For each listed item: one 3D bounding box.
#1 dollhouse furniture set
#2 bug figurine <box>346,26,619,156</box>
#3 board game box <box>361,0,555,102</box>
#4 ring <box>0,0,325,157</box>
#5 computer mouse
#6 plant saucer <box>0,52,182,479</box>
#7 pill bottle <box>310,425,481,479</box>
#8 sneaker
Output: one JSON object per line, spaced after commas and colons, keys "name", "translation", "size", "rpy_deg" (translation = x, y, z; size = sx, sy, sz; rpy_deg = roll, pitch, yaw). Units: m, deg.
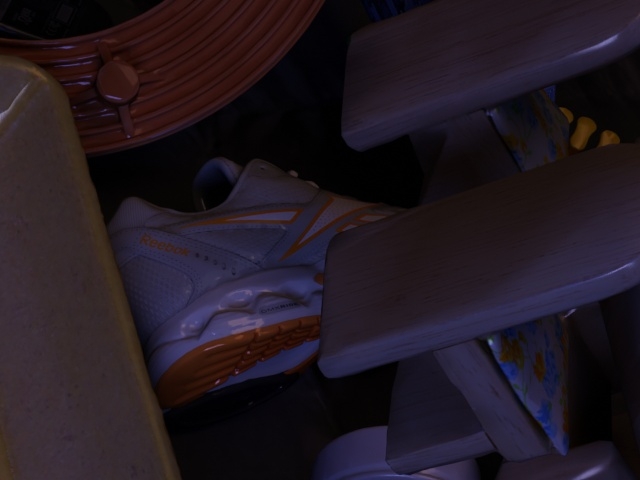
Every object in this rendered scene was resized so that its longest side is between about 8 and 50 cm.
{"name": "dollhouse furniture set", "translation": [0.193, 0.117, 0.743], "size": [0.362, 0.256, 0.394], "rpy_deg": [55, 28, -36]}
{"name": "bug figurine", "translation": [0.140, -0.113, 1.124], "size": [0.216, 0.072, 0.279], "rpy_deg": [32, 63, 5]}
{"name": "board game box", "translation": [0.077, -0.129, 0.995], "size": [0.060, 0.194, 0.194], "rpy_deg": [-21, 85, -14]}
{"name": "ring", "translation": [-0.139, -0.206, 0.906], "size": [0.336, 0.032, 0.336], "rpy_deg": [1, 86, -9]}
{"name": "computer mouse", "translation": [-0.216, -0.138, 0.947], "size": [0.242, 0.041, 0.071], "rpy_deg": [26, 35, -7]}
{"name": "plant saucer", "translation": [-0.228, 0.065, 0.726], "size": [0.333, 0.081, 0.332], "rpy_deg": [3, 55, -35]}
{"name": "pill bottle", "translation": [0.030, 0.180, 0.799], "size": [0.108, 0.108, 0.193], "rpy_deg": [23, 44, -20]}
{"name": "sneaker", "translation": [0.000, 0.000, 0.943], "size": [0.262, 0.099, 0.121], "rpy_deg": [-12, 59, -44]}
